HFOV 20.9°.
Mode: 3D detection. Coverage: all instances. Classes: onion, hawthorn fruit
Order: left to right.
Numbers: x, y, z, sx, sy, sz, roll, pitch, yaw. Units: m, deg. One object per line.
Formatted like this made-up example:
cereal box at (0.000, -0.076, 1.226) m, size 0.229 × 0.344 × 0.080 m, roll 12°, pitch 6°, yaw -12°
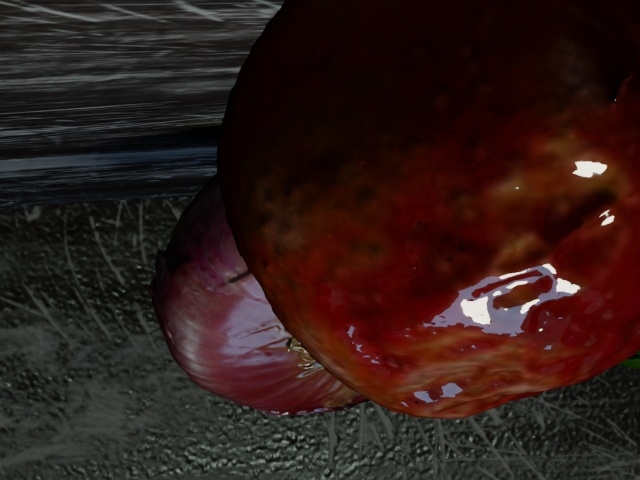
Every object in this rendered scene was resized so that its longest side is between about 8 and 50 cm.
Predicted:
onion at (0.000, 0.000, 1.651) m, size 0.348 × 0.285 × 0.347 m, roll -17°, pitch 144°, yaw -13°
hawthorn fruit at (0.089, -0.044, 0.734) m, size 0.230 × 0.210 × 0.266 m, roll 13°, pitch 155°, yaw -35°

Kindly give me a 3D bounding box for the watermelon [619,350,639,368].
watermelon at (0.254, -0.018, 1.283) m, size 0.242 × 0.242 × 0.242 m, roll -4°, pitch 179°, yaw 0°
